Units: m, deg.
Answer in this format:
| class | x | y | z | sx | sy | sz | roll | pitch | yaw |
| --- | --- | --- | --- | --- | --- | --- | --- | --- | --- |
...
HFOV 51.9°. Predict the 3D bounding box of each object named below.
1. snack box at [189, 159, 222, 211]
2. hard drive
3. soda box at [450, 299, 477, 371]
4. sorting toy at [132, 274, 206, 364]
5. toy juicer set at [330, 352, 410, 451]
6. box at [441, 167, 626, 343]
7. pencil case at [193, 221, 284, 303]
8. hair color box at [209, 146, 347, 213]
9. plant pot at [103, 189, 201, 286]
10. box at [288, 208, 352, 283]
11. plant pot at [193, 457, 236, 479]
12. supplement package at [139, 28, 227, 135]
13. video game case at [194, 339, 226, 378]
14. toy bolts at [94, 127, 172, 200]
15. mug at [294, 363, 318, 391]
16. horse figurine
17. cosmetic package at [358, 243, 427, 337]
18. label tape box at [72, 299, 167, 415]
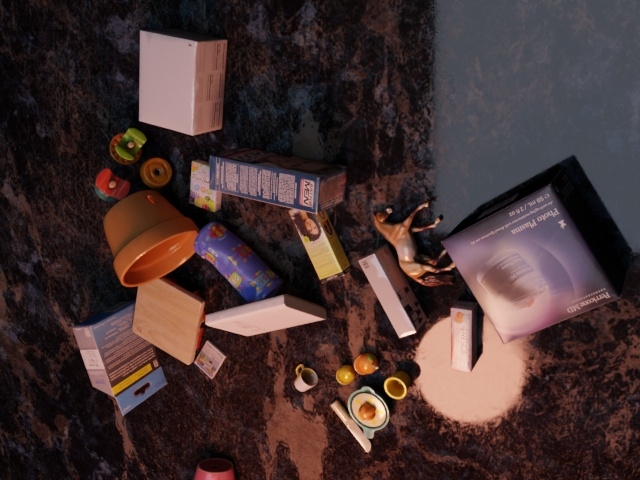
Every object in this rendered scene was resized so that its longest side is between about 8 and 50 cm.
| class | x | y | z | sx | sy | sz | roll | pitch | yaw |
| --- | --- | --- | --- | --- | --- | --- | --- | --- | --- |
| snack box | -0.353 | -0.169 | 2.035 | 0.100 | 0.037 | 0.141 | 19 | 115 | 22 |
| hard drive | -0.165 | 0.230 | 1.980 | 0.307 | 0.203 | 0.040 | -17 | 63 | 32 |
| soda box | 0.382 | 0.254 | 1.750 | 0.058 | 0.063 | 0.183 | 6 | 110 | 27 |
| sorting toy | -0.498 | 0.245 | 2.230 | 0.257 | 0.089 | 0.256 | 26 | 117 | 20 |
| toy juicer set | 0.115 | 0.480 | 1.964 | 0.209 | 0.089 | 0.329 | 34 | 121 | 15 |
| box | 0.499 | 0.039 | 1.541 | 0.296 | 0.182 | 0.294 | -32 | 91 | 34 |
| pencil case | -0.258 | 0.076 | 2.017 | 0.306 | 0.119 | 0.133 | 42 | 122 | 11 |
| hair color box | -0.118 | -0.173 | 1.819 | 0.347 | 0.174 | 0.105 | 14 | 112 | 24 |
| plant pot | -0.541 | -0.019 | 2.057 | 0.291 | 0.290 | 0.203 | -45 | 74 | 33 |
| box | 0.000 | 0.000 | 1.882 | 0.087 | 0.058 | 0.232 | -23 | 95 | 33 |
| plant pot | -0.377 | 0.884 | 2.334 | 0.201 | 0.201 | 0.180 | 7 | 95 | 27 |
| supplement package | -0.398 | -0.460 | 1.896 | 0.204 | 0.145 | 0.262 | 18 | 114 | 23 |
| video game case | -0.380 | 0.409 | 2.266 | 0.087 | 0.011 | 0.122 | 40 | 121 | 12 |
| toy bolts | -0.610 | -0.208 | 2.096 | 0.218 | 0.229 | 0.158 | 40 | 160 | -18 |
| mug | -0.049 | 0.437 | 2.070 | 0.062 | 0.078 | 0.064 | 25 | 133 | -17 |
| horse figurine | 0.254 | 0.018 | 1.741 | 0.174 | 0.066 | 0.263 | -24 | 92 | 28 |
| cosmetic package | 0.200 | 0.135 | 1.792 | 0.060 | 0.099 | 0.239 | -27 | 93 | 31 |
| label tape box | -0.698 | 0.406 | 2.307 | 0.105 | 0.240 | 0.334 | -9 | 102 | 31 |
